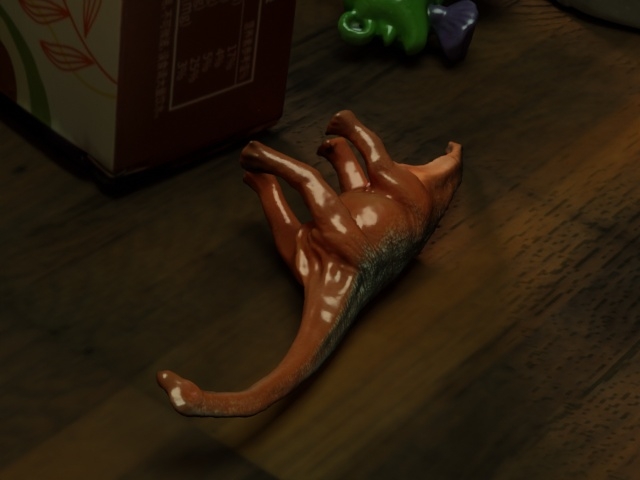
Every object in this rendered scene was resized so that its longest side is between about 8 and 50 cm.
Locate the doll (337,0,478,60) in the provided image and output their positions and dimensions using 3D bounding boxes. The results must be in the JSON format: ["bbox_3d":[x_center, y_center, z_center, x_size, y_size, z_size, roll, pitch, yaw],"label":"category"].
[{"bbox_3d":[0.060,-0.179,0.942,0.115,0.050,0.190,30,57,2],"label":"doll"}]

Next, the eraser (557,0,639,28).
[{"bbox_3d":[0.116,-0.246,1.040,0.061,0.089,0.352,-15,42,-28],"label":"eraser"}]

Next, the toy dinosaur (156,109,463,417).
[{"bbox_3d":[0.003,-0.004,0.712,0.101,0.055,0.279,46,44,11],"label":"toy dinosaur"}]

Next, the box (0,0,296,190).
[{"bbox_3d":[-0.153,-0.277,0.779,0.122,0.385,0.344,-24,46,-38],"label":"box"}]
